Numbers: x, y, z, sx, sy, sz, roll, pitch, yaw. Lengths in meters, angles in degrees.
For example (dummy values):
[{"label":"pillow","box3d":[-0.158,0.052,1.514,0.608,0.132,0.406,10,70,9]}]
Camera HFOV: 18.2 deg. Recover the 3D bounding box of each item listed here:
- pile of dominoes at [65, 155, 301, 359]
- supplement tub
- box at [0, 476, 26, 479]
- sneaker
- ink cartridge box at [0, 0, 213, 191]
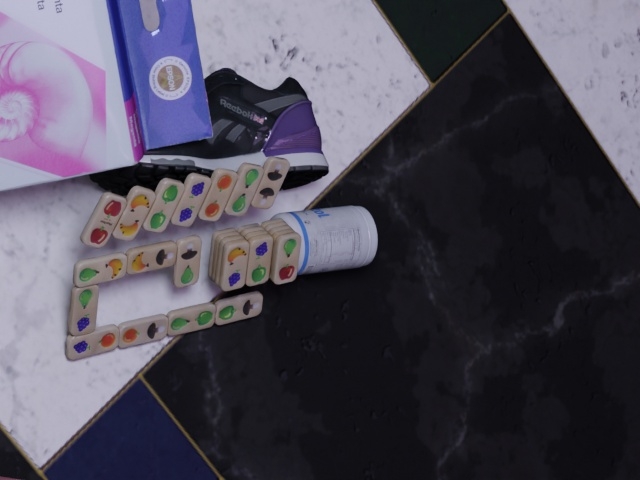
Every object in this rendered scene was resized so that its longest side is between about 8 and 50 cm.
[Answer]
[{"label":"pile of dominoes","box3d":[-0.136,0.024,2.044,0.251,0.040,0.196,-13,127,-31]},{"label":"supplement tub","box3d":[0.000,0.000,2.169,0.107,0.071,0.071,-7,91,-33]},{"label":"box","box3d":[-0.302,0.312,1.867,0.127,0.232,0.148,-18,97,-31]},{"label":"sneaker","box3d":[-0.128,-0.117,2.095,0.283,0.107,0.124,-2,76,-37]},{"label":"ink cartridge box","box3d":[-0.278,-0.216,1.896,0.330,0.071,0.324,-13,104,-12]}]
